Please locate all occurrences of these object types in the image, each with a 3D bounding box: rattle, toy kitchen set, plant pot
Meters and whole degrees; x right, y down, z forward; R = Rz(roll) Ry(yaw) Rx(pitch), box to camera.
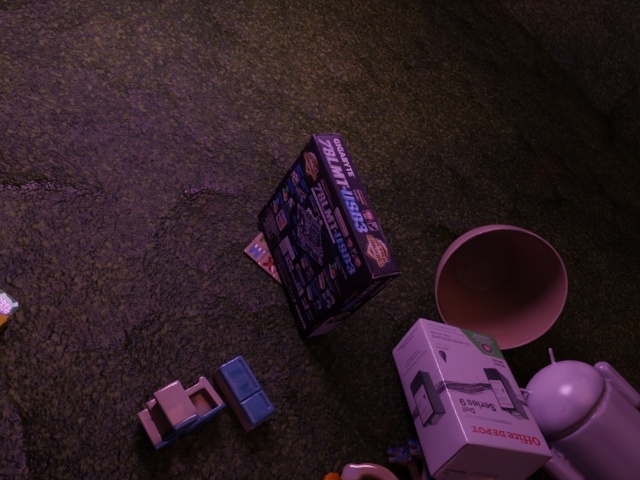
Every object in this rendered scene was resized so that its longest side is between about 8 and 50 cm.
[{"bbox_3d":[0.114,0.436,0.930,0.199,0.143,0.130,18,44,22],"label":"rattle"},{"bbox_3d":[-0.164,0.267,0.898,0.207,0.166,0.122,-25,76,-38],"label":"toy kitchen set"},{"bbox_3d":[0.400,0.084,1.304,0.284,0.284,0.191,35,15,-6],"label":"plant pot"}]

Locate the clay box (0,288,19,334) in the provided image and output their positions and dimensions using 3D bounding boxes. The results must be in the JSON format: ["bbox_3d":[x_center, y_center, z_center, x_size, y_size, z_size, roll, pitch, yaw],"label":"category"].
[{"bbox_3d":[-0.572,0.143,0.816,0.127,0.053,0.222,39,48,-3],"label":"clay box"}]

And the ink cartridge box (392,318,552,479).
[{"bbox_3d":[0.288,0.316,1.101,0.211,0.122,0.289,16,35,-24],"label":"ink cartridge box"}]

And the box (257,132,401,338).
[{"bbox_3d":[0.000,0.000,1.067,0.073,0.293,0.296,-8,65,-34],"label":"box"}]

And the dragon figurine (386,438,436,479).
[{"bbox_3d":[0.252,0.485,1.054,0.289,0.085,0.144,30,51,-9],"label":"dragon figurine"}]

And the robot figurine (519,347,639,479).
[{"bbox_3d":[0.589,0.409,1.223,0.353,0.200,0.300,46,64,3],"label":"robot figurine"}]

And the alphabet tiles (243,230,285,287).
[{"bbox_3d":[-0.024,0.042,1.225,0.237,0.009,0.198,41,49,-1],"label":"alphabet tiles"}]
